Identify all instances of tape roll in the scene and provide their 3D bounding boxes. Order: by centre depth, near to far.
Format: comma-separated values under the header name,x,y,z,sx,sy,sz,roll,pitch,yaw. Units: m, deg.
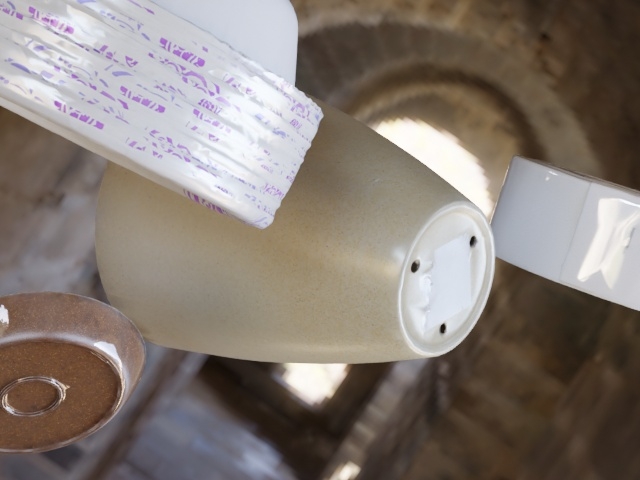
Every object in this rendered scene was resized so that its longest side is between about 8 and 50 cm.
name,x,y,z,sx,sy,sz,roll,pitch,yaw
tape roll,0.304,0.004,1.711,0.286,0.100,0.286,18,6,-2

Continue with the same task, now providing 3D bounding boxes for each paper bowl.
name,x,y,z,sx,sy,sz,roll,pitch,yaw
paper bowl,-0.129,-0.130,1.139,0.284,0.148,0.284,27,-3,1

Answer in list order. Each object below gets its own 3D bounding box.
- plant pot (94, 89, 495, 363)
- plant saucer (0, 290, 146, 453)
name,x,y,z,sx,sy,sz,roll,pitch,yaw
plant pot,0.000,0.000,1.470,0.274,0.256,0.256,16,-8,38
plant saucer,-0.203,0.100,1.239,0.168,0.168,0.029,30,31,-42
